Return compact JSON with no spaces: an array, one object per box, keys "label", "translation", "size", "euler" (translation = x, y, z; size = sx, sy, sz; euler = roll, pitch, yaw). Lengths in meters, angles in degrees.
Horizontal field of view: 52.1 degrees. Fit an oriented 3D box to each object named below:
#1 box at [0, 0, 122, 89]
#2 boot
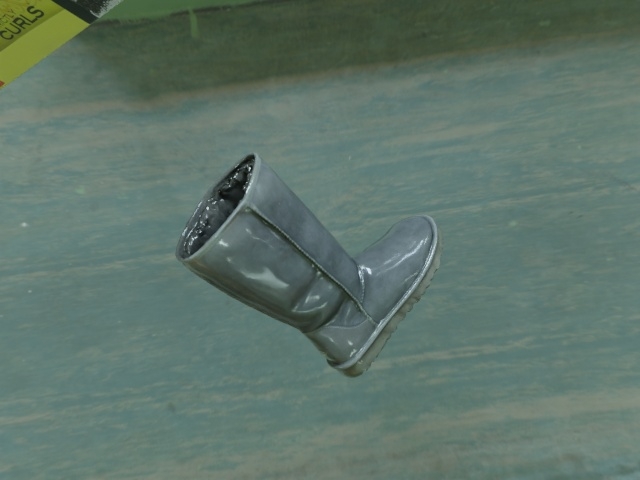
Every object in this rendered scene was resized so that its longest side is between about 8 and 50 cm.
[{"label":"box","translation":[-0.194,-0.162,0.406],"size":[0.087,0.232,0.058],"euler":[31,65,-39]},{"label":"boot","translation":[0.002,-0.001,0.564],"size":[0.208,0.076,0.190],"euler":[44,65,-26]}]
